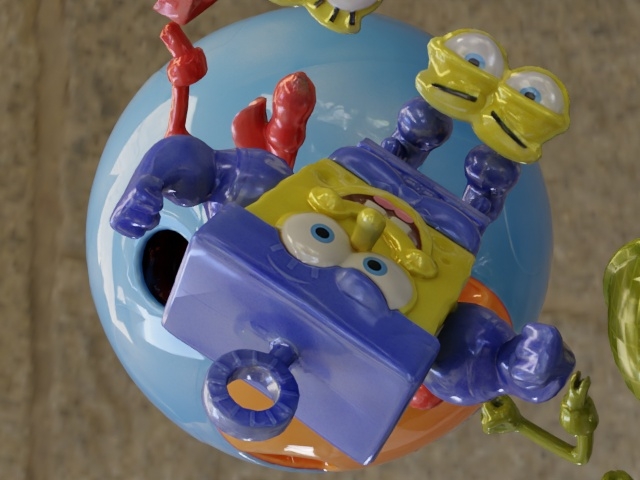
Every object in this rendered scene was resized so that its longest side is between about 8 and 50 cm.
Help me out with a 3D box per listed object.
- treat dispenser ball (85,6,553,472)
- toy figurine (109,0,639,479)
[{"bbox_3d":[0.000,0.000,1.231,0.288,0.288,0.288,1,129,1],"label":"treat dispenser ball"},{"bbox_3d":[0.028,0.048,0.850,0.362,0.217,0.191,36,130,7],"label":"toy figurine"}]
